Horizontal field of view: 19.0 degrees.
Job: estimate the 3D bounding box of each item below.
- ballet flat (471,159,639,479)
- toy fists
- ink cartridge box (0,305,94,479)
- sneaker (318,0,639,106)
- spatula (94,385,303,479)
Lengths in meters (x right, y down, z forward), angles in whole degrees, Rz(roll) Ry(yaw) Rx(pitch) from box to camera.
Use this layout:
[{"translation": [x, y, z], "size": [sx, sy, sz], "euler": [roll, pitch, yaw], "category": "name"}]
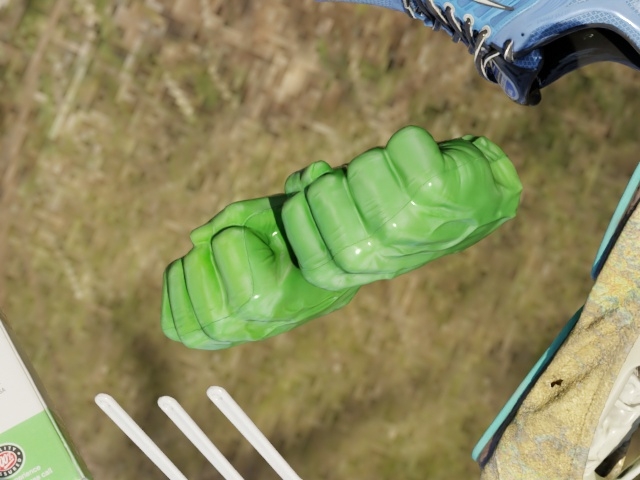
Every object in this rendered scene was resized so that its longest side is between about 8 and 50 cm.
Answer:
[{"translation": [0.214, 0.051, 1.211], "size": [0.123, 0.349, 0.123], "euler": [19, -149, -12], "category": "ballet flat"}, {"translation": [0.000, 0.000, 1.324], "size": [0.279, 0.096, 0.142], "euler": [-26, 176, 37], "category": "toy fists"}, {"translation": [-0.343, 0.129, 1.571], "size": [0.289, 0.211, 0.121], "euler": [60, 175, 13], "category": "ink cartridge box"}, {"translation": [0.135, -0.188, 1.504], "size": [0.330, 0.147, 0.130], "euler": [8, 170, 16], "category": "sneaker"}, {"translation": [-0.087, 0.201, 1.663], "size": [0.168, 0.019, 0.242], "euler": [-5, 141, 32], "category": "spatula"}]
